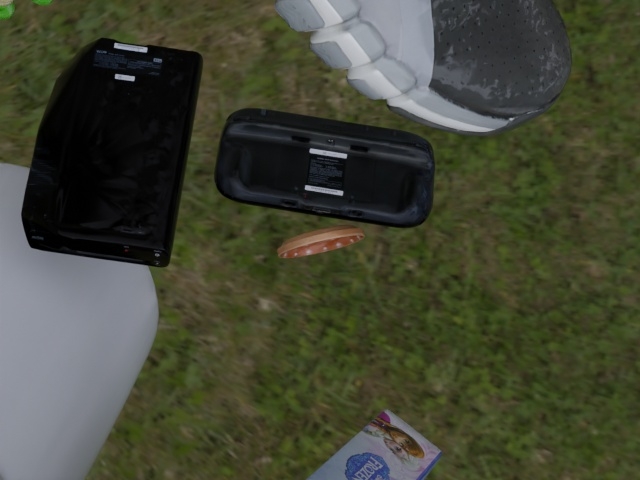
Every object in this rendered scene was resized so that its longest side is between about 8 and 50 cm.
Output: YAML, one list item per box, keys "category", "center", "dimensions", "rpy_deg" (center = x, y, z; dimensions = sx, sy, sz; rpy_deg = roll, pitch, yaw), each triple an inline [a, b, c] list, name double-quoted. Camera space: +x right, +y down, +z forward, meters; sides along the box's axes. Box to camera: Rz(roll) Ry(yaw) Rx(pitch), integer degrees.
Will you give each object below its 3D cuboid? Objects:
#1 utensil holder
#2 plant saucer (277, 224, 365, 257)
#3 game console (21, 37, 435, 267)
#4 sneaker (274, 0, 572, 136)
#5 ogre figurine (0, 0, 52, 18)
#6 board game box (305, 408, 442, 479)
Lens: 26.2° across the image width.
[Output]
- category: "utensil holder"
  center: [-0.357, 0.151, 1.309]
  dimensions: [0.328, 0.385, 0.327]
  rpy_deg: [8, 124, 12]
- category: "plant saucer"
  center: [0.000, 0.000, 1.285]
  dimensions: [0.083, 0.083, 0.013]
  rpy_deg: [-10, 82, -19]
- category: "game console"
  center: [-0.076, -0.066, 1.244]
  dimensions: [0.361, 0.044, 0.213]
  rpy_deg: [8, 62, -3]
- category: "sneaker"
  center: [0.033, -0.122, 0.411]
  dimensions: [0.229, 0.132, 0.086]
  rpy_deg: [38, 53, -29]
- category: "ogre figurine"
  center: [-0.211, -0.224, 1.039]
  dimensions: [0.197, 0.118, 0.097]
  rpy_deg: [-22, 75, -49]
- category: "board game box"
  center: [-0.055, 0.302, 1.030]
  dimensions: [0.066, 0.319, 0.318]
  rpy_deg: [37, 109, 11]
